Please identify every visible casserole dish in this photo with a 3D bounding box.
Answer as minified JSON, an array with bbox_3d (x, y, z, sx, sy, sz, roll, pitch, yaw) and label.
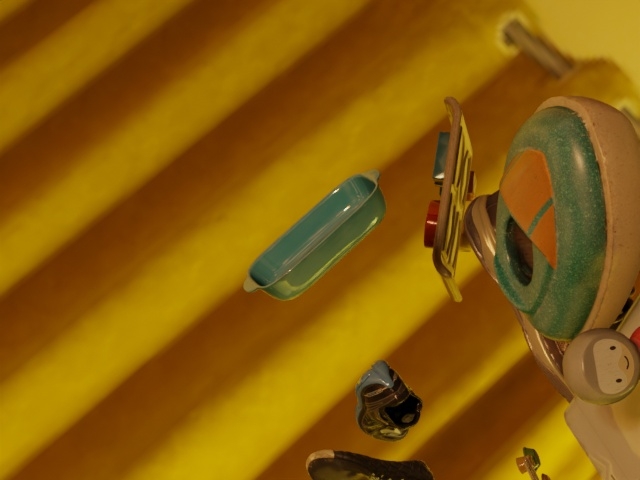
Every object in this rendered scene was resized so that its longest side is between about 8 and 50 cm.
[{"bbox_3d":[0.000,0.000,1.856,0.037,0.188,0.114,50,-5,-17],"label":"casserole dish"}]

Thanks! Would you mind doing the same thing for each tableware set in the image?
[{"bbox_3d":[0.291,0.343,2.283,0.154,0.024,0.104,65,16,1],"label":"tableware set"}]

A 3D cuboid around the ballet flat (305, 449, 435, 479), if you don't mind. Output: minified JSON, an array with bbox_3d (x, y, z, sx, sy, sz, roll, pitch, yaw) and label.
[{"bbox_3d":[0.053,0.258,1.960,0.173,0.057,0.049,17,36,-33],"label":"ballet flat"}]

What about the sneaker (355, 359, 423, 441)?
[{"bbox_3d":[0.088,0.216,2.214,0.078,0.067,0.188,42,-16,23],"label":"sneaker"}]

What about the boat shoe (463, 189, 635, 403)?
[{"bbox_3d":[0.313,0.077,2.159,0.130,0.132,0.355,-36,-96,25],"label":"boat shoe"}]

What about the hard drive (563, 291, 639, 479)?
[{"bbox_3d":[0.357,0.132,1.685,0.203,0.040,0.308,59,-43,39],"label":"hard drive"}]

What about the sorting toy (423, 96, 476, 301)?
[{"bbox_3d":[0.169,-0.040,2.296,0.041,0.229,0.307,3,-11,9],"label":"sorting toy"}]

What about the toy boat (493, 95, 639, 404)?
[{"bbox_3d":[0.240,0.020,1.628,0.318,0.148,0.267,-118,-158,-45],"label":"toy boat"}]
